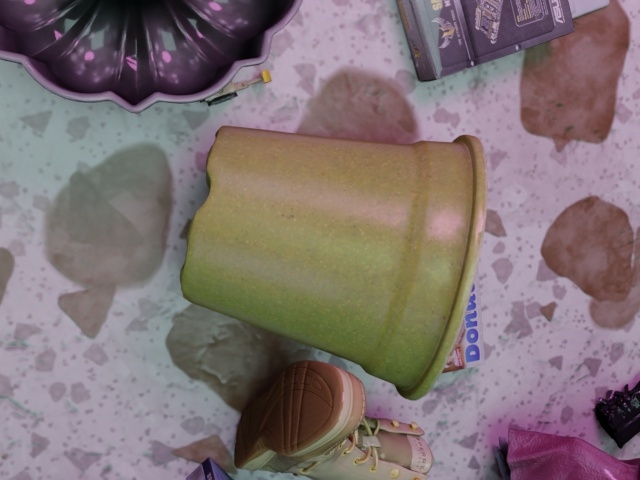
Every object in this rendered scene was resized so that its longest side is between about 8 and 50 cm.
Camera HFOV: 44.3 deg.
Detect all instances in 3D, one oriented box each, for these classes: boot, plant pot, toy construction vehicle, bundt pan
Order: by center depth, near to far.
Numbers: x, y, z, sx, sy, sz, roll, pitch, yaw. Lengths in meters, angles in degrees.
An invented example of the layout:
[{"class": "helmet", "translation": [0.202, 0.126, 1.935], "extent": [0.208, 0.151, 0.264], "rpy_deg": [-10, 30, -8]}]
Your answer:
[{"class": "bundt pan", "translation": [-0.176, -0.278, 0.743], "extent": [0.331, 0.124, 0.331], "rpy_deg": [0, 91, -11]}, {"class": "plant pot", "translation": [0.000, 0.000, 0.798], "extent": [0.254, 0.276, 0.276], "rpy_deg": [13, 96, -5]}, {"class": "toy construction vehicle", "translation": [-0.110, -0.190, 0.840], "extent": [0.098, 0.035, 0.086], "rpy_deg": [-24, 95, -11]}, {"class": "boot", "translation": [0.039, 0.210, 0.842], "extent": [0.203, 0.262, 0.095], "rpy_deg": [17, 57, -19]}, {"class": "boot", "translation": [0.430, 0.240, 1.047], "extent": [0.099, 0.045, 0.121], "rpy_deg": [-34, 102, -8]}]

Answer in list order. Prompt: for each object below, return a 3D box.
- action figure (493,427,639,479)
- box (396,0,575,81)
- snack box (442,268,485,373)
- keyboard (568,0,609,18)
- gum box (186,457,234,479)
[{"class": "action figure", "translation": [0.381, 0.293, 0.876], "extent": [0.248, 0.370, 0.275], "rpy_deg": [25, 60, -41]}, {"class": "box", "translation": [0.169, -0.315, 0.879], "extent": [0.183, 0.056, 0.231], "rpy_deg": [-21, 104, -10]}, {"class": "snack box", "translation": [0.162, 0.070, 0.958], "extent": [0.064, 0.022, 0.178], "rpy_deg": [-9, 101, -15]}, {"class": "keyboard", "translation": [0.278, -0.390, 0.921], "extent": [0.072, 0.014, 0.256], "rpy_deg": [-24, 105, -15]}, {"class": "gum box", "translation": [-0.067, 0.344, 0.871], "extent": [0.041, 0.157, 0.184], "rpy_deg": [-43, 107, -4]}]
